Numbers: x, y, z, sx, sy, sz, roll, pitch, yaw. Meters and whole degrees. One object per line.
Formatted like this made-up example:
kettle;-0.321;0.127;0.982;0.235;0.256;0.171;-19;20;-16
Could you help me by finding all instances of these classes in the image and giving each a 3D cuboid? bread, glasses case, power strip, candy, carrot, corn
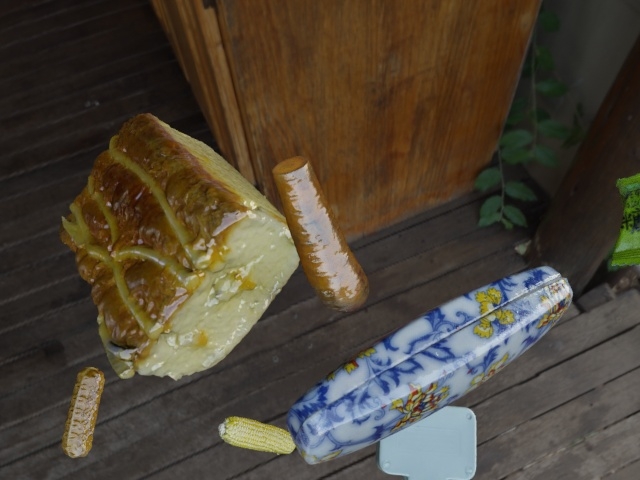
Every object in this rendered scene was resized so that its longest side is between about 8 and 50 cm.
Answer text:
bread;-0.422;0.305;1.116;0.052;0.044;0.157;6;75;6
glasses case;0.088;0.090;0.477;0.248;0.087;0.065;-22;63;-23
bread;-0.156;-0.008;0.622;0.184;0.114;0.275;-53;42;6
power strip;0.248;0.518;1.471;0.229;0.141;0.261;5;74;0
candy;0.570;-0.054;1.057;0.149;0.069;0.246;-13;40;37
carrot;0.000;0.000;0.339;0.032;0.093;0.032;-19;27;10
corn;-0.152;0.474;1.518;0.206;0.067;0.067;24;55;-26
